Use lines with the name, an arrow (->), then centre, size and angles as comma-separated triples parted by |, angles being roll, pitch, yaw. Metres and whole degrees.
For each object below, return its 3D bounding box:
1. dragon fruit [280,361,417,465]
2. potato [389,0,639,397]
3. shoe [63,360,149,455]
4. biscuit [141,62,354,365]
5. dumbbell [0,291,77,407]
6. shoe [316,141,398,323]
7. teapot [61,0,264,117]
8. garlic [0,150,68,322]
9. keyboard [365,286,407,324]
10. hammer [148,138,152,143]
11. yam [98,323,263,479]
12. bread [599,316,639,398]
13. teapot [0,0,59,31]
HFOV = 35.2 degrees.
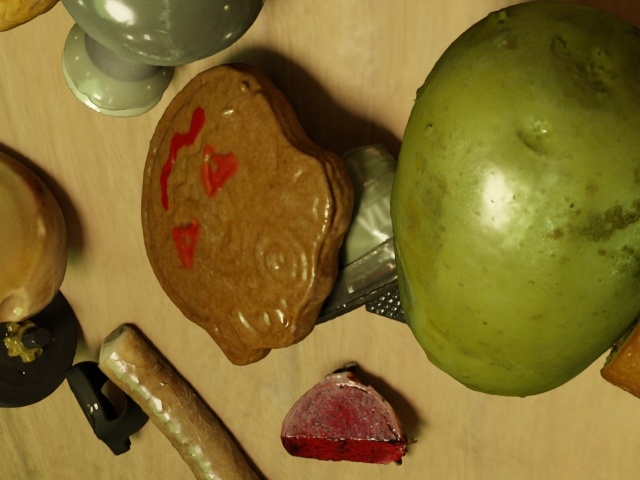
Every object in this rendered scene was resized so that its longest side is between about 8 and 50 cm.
dragon fruit -> 0.030, 0.194, 1.128 | 0.147, 0.096, 0.102 | 6, 146, -3
potato -> 0.156, -0.020, 0.733 | 0.216, 0.216, 0.304 | 21, 120, 25
shoe -> -0.285, 0.225, 1.414 | 0.108, 0.093, 0.241 | 57, 166, 21
biscuit -> -0.085, -0.019, 0.940 | 0.257, 0.049, 0.273 | 49, 135, 27
dumbbell -> -0.496, 0.150, 1.440 | 0.388, 0.185, 0.185 | -10, 116, 44
shoe -> -0.002, 0.000, 0.971 | 0.293, 0.109, 0.149 | -29, 82, 48
teapot -> -0.157, -0.206, 0.880 | 0.183, 0.183, 0.251 | 47, 151, -3
garlic -> -0.444, -0.044, 1.232 | 0.338, 0.196, 0.151 | 40, 124, 9
keyboard -> 0.132, 0.075, 0.988 | 0.204, 0.013, 0.061 | 18, 134, 28
hammer -> -0.089, -0.043, 1.050 | 0.159, 0.041, 0.226 | 10, 129, 34
yam -> -0.171, 0.265, 1.351 | 0.356, 0.081, 0.081 | 50, 139, -7
bread -> 0.322, 0.101, 0.784 | 0.172, 0.103, 0.132 | 32, 127, 12
teapot -> -0.334, -0.290, 0.897 | 0.167, 0.311, 0.203 | 86, 169, -45
